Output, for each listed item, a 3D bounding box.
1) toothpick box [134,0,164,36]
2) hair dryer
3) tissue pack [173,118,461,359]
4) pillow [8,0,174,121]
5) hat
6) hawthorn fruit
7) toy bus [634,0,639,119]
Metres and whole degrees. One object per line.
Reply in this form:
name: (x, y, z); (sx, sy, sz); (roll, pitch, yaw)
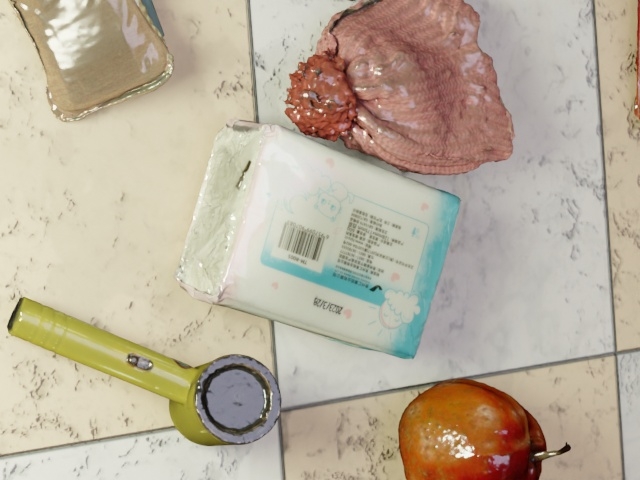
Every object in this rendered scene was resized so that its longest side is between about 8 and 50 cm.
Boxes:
toothpick box: (-0.197, -0.240, 1.799); (0.052, 0.052, 0.083); (-29, 107, -30)
hair dryer: (-0.185, 0.128, 1.785); (0.279, 0.135, 0.090); (24, 77, -14)
tissue pack: (-0.001, 0.002, 1.888); (0.271, 0.124, 0.201); (20, 80, -33)
pillow: (-0.241, -0.232, 1.755); (0.135, 0.034, 0.211); (-22, 104, 3)
hat: (0.075, -0.171, 1.946); (0.286, 0.107, 0.236); (-17, 76, -38)
hawthorn fruit: (0.188, 0.234, 1.974); (0.157, 0.194, 0.157); (-3, 94, -63)
toy bus: (0.477, -0.280, 2.198); (0.147, 0.127, 0.302); (-1, 91, -30)
